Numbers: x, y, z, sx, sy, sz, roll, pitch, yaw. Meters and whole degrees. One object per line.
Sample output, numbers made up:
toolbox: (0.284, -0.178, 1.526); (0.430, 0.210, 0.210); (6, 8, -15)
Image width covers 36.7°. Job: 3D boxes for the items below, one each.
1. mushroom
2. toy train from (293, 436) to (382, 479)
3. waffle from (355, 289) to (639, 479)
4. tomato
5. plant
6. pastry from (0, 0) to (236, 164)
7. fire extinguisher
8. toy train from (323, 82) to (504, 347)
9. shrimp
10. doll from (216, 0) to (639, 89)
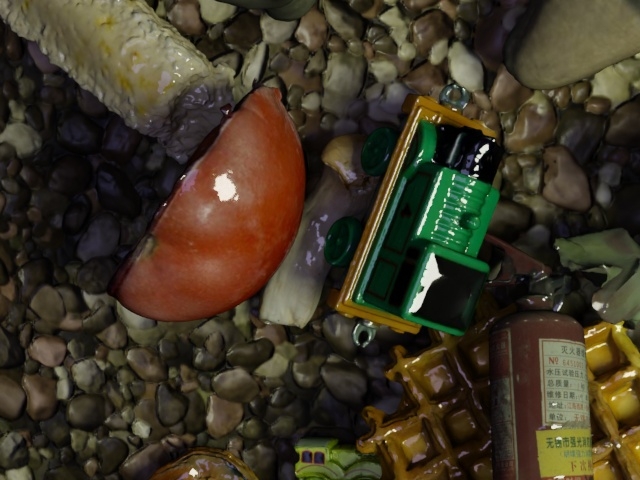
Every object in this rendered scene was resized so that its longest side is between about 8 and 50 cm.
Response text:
mushroom: (-0.003, -0.001, 0.859); (0.059, 0.054, 0.202); (32, 109, 10)
toy train: (0.099, 0.218, 0.853); (0.250, 0.053, 0.085); (1, 92, 17)
waffle: (0.176, 0.170, 0.786); (0.293, 0.069, 0.259); (12, 77, 16)
tomato: (-0.074, -0.021, 0.814); (0.112, 0.199, 0.228); (36, 132, -6)
plant: (0.285, -0.007, 0.730); (0.203, 0.142, 0.131); (-29, 96, 7)
pastry: (-0.191, -0.180, 0.878); (0.258, 0.089, 0.121); (47, 119, 10)
fire extinguisher: (0.149, 0.105, 0.735); (0.106, 0.075, 0.252); (-4, 74, 14)
toy train: (0.083, -0.013, 0.767); (0.091, 0.136, 0.227); (20, 95, -32)
shrimp: (-0.165, 0.304, 0.940); (0.262, 0.066, 0.117); (-35, 71, 4)
doll: (0.103, -0.254, 0.697); (0.378, 0.252, 0.382); (48, 114, 7)
